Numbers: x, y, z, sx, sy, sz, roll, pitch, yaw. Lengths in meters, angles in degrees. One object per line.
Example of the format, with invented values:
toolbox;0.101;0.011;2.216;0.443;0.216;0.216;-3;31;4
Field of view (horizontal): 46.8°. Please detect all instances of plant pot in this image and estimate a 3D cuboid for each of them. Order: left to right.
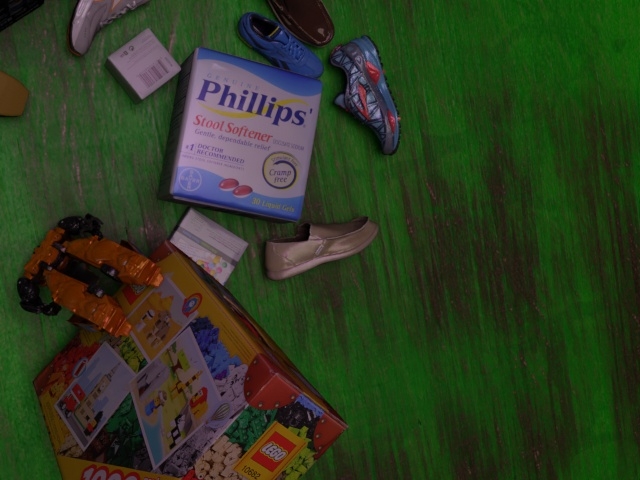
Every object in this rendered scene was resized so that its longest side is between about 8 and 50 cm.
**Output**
plant pot;-0.582;-0.264;1.350;0.083;0.081;0.082;18;86;-33

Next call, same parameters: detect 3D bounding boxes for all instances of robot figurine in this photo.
robot figurine;-0.426;0.064;1.338;0.211;0.291;0.085;-59;140;-16

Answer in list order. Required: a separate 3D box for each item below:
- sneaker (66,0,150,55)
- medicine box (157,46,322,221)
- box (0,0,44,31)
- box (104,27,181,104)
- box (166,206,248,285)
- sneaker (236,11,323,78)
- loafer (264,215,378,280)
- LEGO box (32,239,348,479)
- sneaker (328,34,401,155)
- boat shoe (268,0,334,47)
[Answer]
sneaker;-0.388;-0.459;1.404;0.121;0.099;0.263;25;85;-25
medicine box;-0.160;-0.198;1.468;0.263;0.149;0.290;11;86;-21
box;-0.594;-0.376;1.222;0.295;0.293;0.073;-39;105;-14
box;-0.344;-0.335;1.429;0.101;0.087;0.102;-42;105;-14
box;-0.256;0.047;1.511;0.145;0.038;0.186;34;82;-19
sneaker;-0.076;-0.400;1.531;0.209;0.082;0.069;30;81;-21
loafer;0.000;0.000;1.571;0.268;0.102;0.092;-24;107;-17
LEGO box;-0.246;0.274;1.245;0.372;0.500;0.193;-48;127;-4
sneaker;0.091;-0.301;1.606;0.125;0.104;0.262;-19;96;-1
boat shoe;-0.063;-0.498;1.507;0.095;0.095;0.257;-43;109;4
